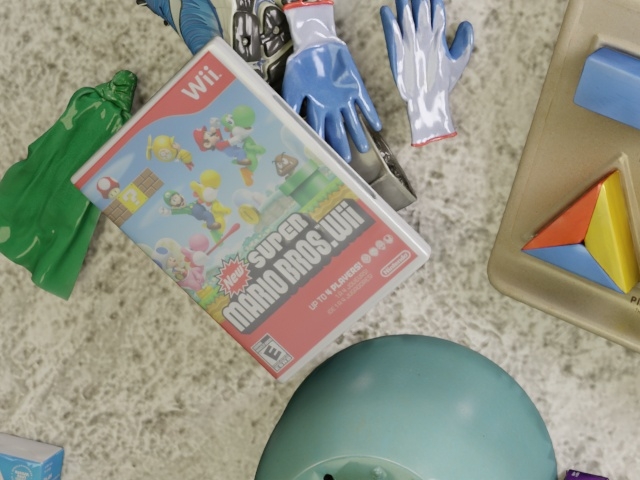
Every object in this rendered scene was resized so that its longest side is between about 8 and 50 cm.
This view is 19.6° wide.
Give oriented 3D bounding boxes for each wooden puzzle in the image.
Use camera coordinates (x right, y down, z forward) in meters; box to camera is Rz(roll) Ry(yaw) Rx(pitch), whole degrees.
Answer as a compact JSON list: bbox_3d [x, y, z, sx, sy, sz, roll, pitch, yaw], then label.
[{"bbox_3d":[0.331,-0.053,1.659,0.322,0.080,0.348,24,112,19],"label":"wooden puzzle"}]

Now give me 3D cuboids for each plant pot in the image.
[{"bbox_3d":[0.065,0.257,1.743,0.293,0.235,0.293,3,101,14],"label":"plant pot"}]

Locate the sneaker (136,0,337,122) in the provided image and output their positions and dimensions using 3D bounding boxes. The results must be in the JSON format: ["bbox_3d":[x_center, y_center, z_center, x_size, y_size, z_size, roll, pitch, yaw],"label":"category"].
[{"bbox_3d":[-0.089,-0.229,1.762,0.147,0.130,0.330,11,126,55],"label":"sneaker"}]

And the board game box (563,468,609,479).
[{"bbox_3d":[0.200,0.353,1.668,0.056,0.347,0.208,10,101,13],"label":"board game box"}]

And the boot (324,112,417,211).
[{"bbox_3d":[0.001,0.002,1.804,0.208,0.076,0.189,-29,108,4],"label":"boot"}]

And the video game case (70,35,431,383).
[{"bbox_3d":[-0.066,-0.024,1.730,0.285,0.025,0.204,45,112,-9],"label":"video game case"}]

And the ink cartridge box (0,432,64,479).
[{"bbox_3d":[-0.338,0.298,1.941,0.104,0.060,0.180,11,103,12],"label":"ink cartridge box"}]

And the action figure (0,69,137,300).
[{"bbox_3d":[-0.245,-0.072,1.850,0.137,0.063,0.232,36,110,7],"label":"action figure"}]

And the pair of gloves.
[{"bbox_3d":[0.055,-0.158,1.732,0.198,0.023,0.159,-11,96,-14],"label":"pair of gloves"}]
